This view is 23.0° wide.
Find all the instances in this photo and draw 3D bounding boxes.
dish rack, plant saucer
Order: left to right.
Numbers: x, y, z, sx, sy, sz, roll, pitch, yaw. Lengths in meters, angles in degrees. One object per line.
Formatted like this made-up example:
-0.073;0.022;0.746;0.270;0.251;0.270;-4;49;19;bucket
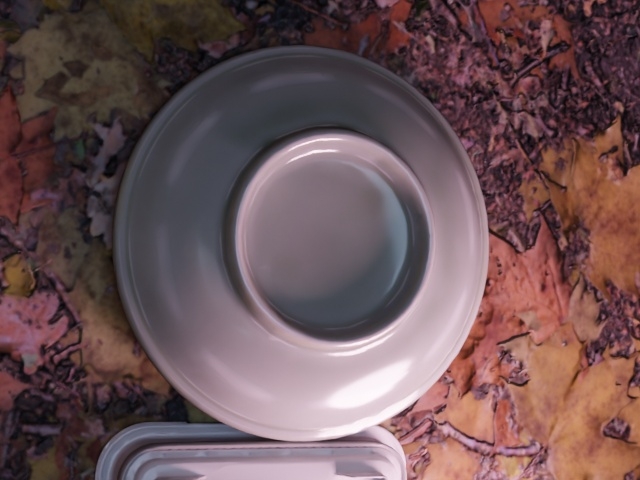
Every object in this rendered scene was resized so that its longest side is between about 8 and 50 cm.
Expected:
-0.060;0.328;1.581;0.332;0.072;0.286;2;91;-20;dish rack
0.000;0.000;1.552;0.400;0.100;0.401;1;87;-20;plant saucer
